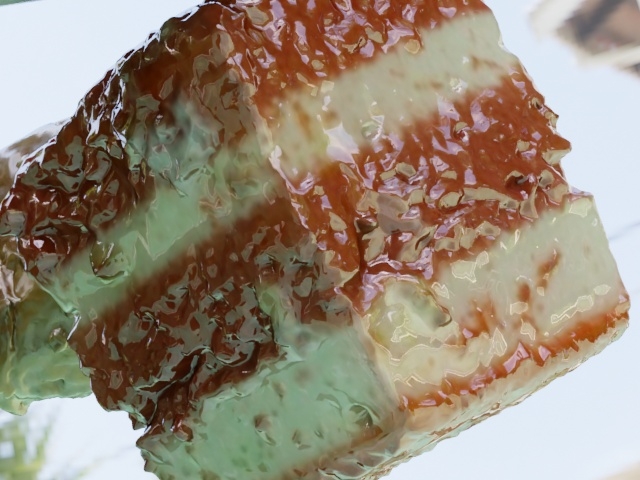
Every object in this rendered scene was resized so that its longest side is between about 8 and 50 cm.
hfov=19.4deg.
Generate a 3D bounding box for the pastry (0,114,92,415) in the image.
[{"bbox_3d":[-0.221,0.029,1.565,0.310,0.255,0.162,-19,-42,9],"label":"pastry"}]

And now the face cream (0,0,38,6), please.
[{"bbox_3d":[-0.143,-0.250,1.066,0.179,0.218,0.218,-14,-21,-29],"label":"face cream"}]

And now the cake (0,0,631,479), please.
[{"bbox_3d":[0.000,0.000,1.232,0.270,0.320,0.269,-26,-6,-44],"label":"cake"}]
